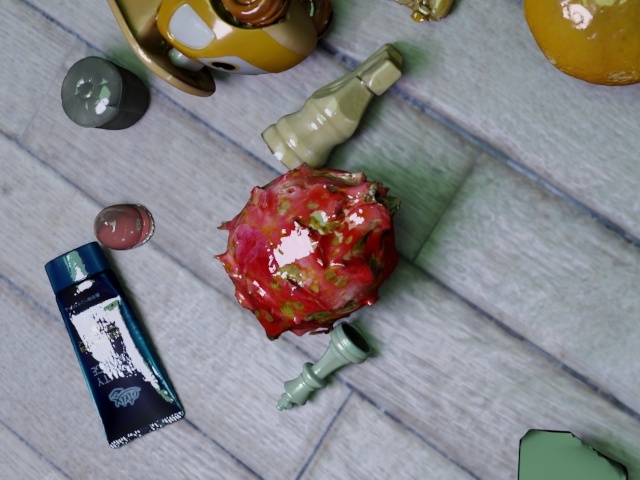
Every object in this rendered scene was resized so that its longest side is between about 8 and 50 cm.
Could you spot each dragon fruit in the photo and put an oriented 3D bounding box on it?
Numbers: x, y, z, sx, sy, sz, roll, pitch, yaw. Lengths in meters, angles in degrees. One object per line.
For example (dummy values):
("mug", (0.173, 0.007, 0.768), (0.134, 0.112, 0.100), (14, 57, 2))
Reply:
("dragon fruit", (0.000, 0.000, 1.698), (0.268, 0.210, 0.205), (-37, 82, 40))

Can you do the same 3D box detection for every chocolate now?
("chocolate", (0.301, 0.288, 1.642), (0.125, 0.080, 0.148), (-24, 71, 6))

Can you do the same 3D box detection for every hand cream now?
("hand cream", (-0.287, 0.139, 1.889), (0.120, 0.061, 0.270), (-25, 86, 14))

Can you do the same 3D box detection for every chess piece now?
("chess piece", (-0.005, 0.169, 1.778), (0.149, 0.059, 0.059), (-42, 74, 19))
("chess piece", (0.025, -0.171, 1.768), (0.200, 0.090, 0.090), (-42, 74, 11))

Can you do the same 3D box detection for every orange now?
("orange", (0.344, -0.287, 1.606), (0.219, 0.193, 0.219), (-7, 79, 37))

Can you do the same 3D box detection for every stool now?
("stool", (-0.290, -0.195, 1.874), (0.096, 0.110, 0.096), (-1, 87, 22))

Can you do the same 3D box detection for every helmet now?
("helmet", (-0.275, -0.020, 1.890), (0.084, 0.049, 0.065), (-10, 82, 20))

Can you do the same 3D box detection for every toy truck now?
("toy truck", (-0.139, -0.317, 1.776), (0.212, 0.204, 0.288), (-42, 74, 16))

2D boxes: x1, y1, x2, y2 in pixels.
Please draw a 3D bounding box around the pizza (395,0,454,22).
("pizza", (0.085, -0.367, 1.771), (0.199, 0.062, 0.188), (-3, 84, 22))
